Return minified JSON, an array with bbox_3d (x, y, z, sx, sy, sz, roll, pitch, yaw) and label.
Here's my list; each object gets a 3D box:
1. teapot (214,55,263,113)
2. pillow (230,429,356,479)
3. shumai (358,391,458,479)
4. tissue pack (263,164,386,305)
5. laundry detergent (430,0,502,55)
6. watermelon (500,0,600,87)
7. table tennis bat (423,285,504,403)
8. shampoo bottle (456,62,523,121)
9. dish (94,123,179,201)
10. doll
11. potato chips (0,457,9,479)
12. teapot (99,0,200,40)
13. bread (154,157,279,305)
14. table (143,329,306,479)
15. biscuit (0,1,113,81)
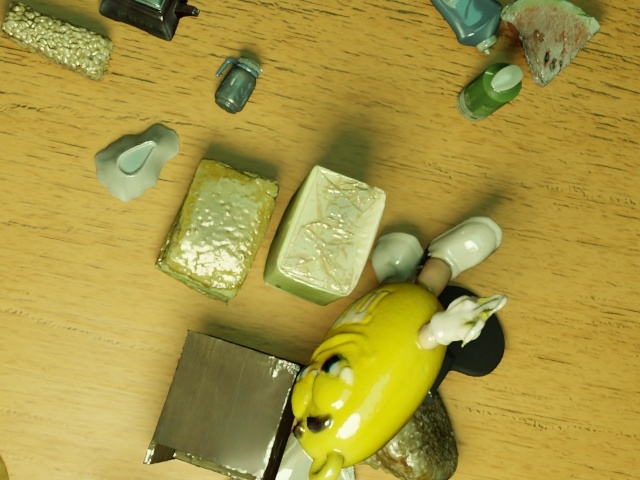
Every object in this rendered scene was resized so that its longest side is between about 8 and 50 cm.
[{"bbox_3d":[-0.130,-0.238,1.656,0.049,0.063,0.083,38,76,-35],"label":"teapot"},{"bbox_3d":[-0.061,0.379,1.610,0.232,0.038,0.131,-37,92,-9],"label":"pillow"},{"bbox_3d":[0.109,0.290,1.596,0.152,0.209,0.161,-17,103,22],"label":"shumai"},{"bbox_3d":[0.000,0.000,1.554,0.125,0.234,0.159,22,81,-4],"label":"tissue pack"},{"bbox_3d":[0.223,-0.387,1.710,0.096,0.061,0.206,-31,90,-13],"label":"laundry detergent"},{"bbox_3d":[0.349,-0.315,1.717,0.187,0.071,0.139,9,95,-26],"label":"watermelon"},{"bbox_3d":[0.200,0.158,1.616,0.150,0.027,0.236,43,46,-2],"label":"table tennis bat"},{"bbox_3d":[0.258,-0.227,1.627,0.065,0.204,0.065,1,85,-8],"label":"shampoo bottle"},{"bbox_3d":[-0.274,-0.125,1.623,0.137,0.039,0.091,-38,91,-8],"label":"dish"},{"bbox_3d":[0.112,0.124,1.486,0.348,0.423,0.161,-41,106,19],"label":"doll"},{"bbox_3d":[-0.522,0.367,1.539,0.150,0.049,0.202,-3,91,-4],"label":"potato chips"},{"bbox_3d":[-0.266,-0.370,1.618,0.177,0.096,0.087,22,82,-5],"label":"teapot"},{"bbox_3d":[-0.153,-0.017,1.601,0.138,0.102,0.196,24,83,-3],"label":"bread"},{"bbox_3d":[-0.126,0.247,1.536,0.169,0.172,0.193,17,84,8],"label":"table"},{"bbox_3d":[-0.391,-0.296,1.599,0.168,0.082,0.070,22,80,-5],"label":"biscuit"}]
